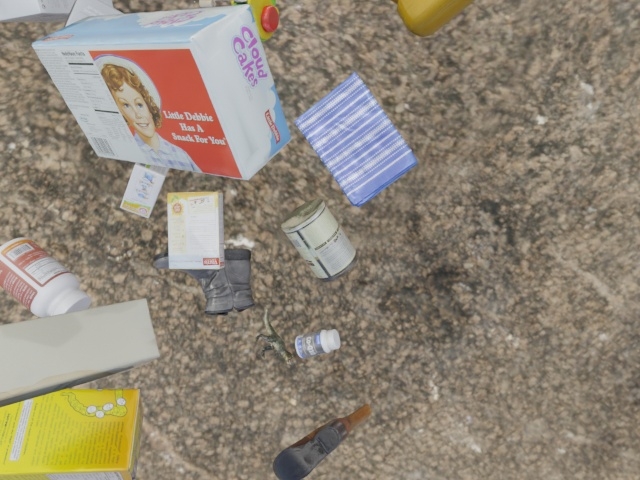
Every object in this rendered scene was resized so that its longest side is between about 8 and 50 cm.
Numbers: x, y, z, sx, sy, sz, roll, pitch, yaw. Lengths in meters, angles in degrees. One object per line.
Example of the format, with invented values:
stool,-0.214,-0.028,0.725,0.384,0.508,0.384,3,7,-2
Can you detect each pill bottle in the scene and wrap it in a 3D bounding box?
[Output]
pill bottle,-0.008,0.341,1.646,0.137,0.078,0.078,-17,121,20
pill bottle,-0.650,0.101,1.153,0.216,0.121,0.121,38,103,6

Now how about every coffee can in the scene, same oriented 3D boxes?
coffee can,0.000,0.000,1.980,0.201,0.201,0.275,-33,113,3

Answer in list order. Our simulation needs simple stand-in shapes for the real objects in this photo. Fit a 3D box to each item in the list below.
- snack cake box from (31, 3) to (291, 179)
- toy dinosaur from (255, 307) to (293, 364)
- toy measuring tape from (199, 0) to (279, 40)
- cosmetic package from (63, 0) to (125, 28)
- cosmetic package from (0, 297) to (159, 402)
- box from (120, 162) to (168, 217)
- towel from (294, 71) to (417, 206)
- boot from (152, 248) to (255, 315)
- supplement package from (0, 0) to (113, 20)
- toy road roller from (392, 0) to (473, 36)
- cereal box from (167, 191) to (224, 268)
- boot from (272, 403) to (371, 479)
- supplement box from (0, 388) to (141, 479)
snack cake box,-0.178,-0.166,0.553,0.089,0.264,0.152,-51,140,-36
toy dinosaur,-0.223,0.448,2.203,0.118,0.064,0.268,-26,82,-21
toy measuring tape,-0.204,-0.593,1.331,0.121,0.330,0.121,12,118,23
cosmetic package,-0.352,-0.321,0.808,0.127,0.238,0.107,22,96,-35
cosmetic package,-0.451,0.193,0.819,0.309,0.113,0.160,-7,165,-40
box,-0.601,-0.195,1.706,0.103,0.114,0.203,22,127,-18
towel,0.105,-0.298,1.496,0.243,0.040,0.336,-35,92,14
boot,-0.384,0.142,1.649,0.338,0.118,0.223,0,81,-16
supplement package,-0.739,-0.699,1.321,0.198,0.263,0.199,2,113,22
toy road roller,0.149,-0.394,0.659,0.202,0.329,0.241,-32,80,32
cereal box,-0.388,-0.030,1.540,0.172,0.047,0.240,0,93,11
boot,0.009,0.599,1.497,0.264,0.096,0.280,-47,161,13
supplement box,-0.638,0.489,1.225,0.356,0.195,0.194,5,145,-14
